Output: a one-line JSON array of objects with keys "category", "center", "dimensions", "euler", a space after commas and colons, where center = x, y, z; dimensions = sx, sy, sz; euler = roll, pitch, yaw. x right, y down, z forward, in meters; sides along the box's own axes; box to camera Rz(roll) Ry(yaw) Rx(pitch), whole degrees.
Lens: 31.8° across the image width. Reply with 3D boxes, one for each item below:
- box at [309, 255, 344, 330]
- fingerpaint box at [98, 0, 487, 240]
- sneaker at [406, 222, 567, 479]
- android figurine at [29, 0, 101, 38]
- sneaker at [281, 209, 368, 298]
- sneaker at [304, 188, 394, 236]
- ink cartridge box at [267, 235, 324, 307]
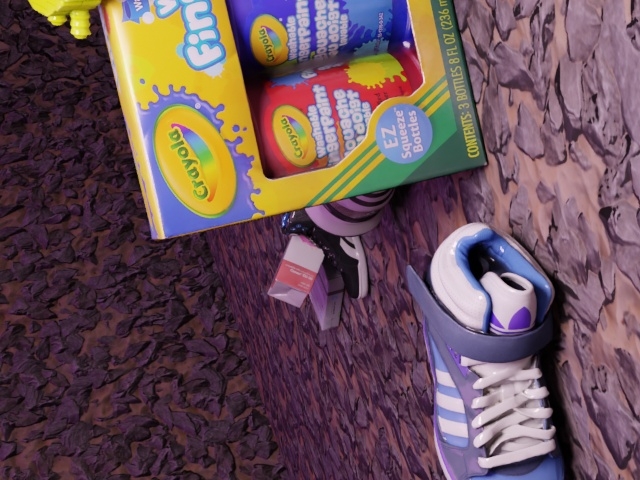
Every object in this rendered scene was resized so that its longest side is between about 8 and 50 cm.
[{"category": "box", "center": [0.002, 0.059, 2.083], "dimensions": [0.186, 0.038, 0.145], "euler": [97, 157, -55]}, {"category": "fingerpaint box", "center": [-0.053, -0.254, 1.245], "dimensions": [0.163, 0.371, 0.444], "euler": [179, 78, -77]}, {"category": "sneaker", "center": [0.184, 0.140, 1.160], "dimensions": [0.236, 0.130, 0.322], "euler": [92, 166, -63]}, {"category": "android figurine", "center": [-0.258, -0.339, 1.107], "dimensions": [0.248, 0.056, 0.273], "euler": [30, 127, 49]}, {"category": "sneaker", "center": [0.000, 0.000, 1.840], "dimensions": [0.079, 0.121, 0.217], "euler": [-172, 69, -77]}, {"category": "sneaker", "center": [0.006, -0.250, 1.560], "dimensions": [0.447, 0.169, 0.257], "euler": [64, 156, 16]}, {"category": "ink cartridge box", "center": [-0.020, 0.005, 1.934], "dimensions": [0.115, 0.067, 0.198], "euler": [121, 171, -72]}]
